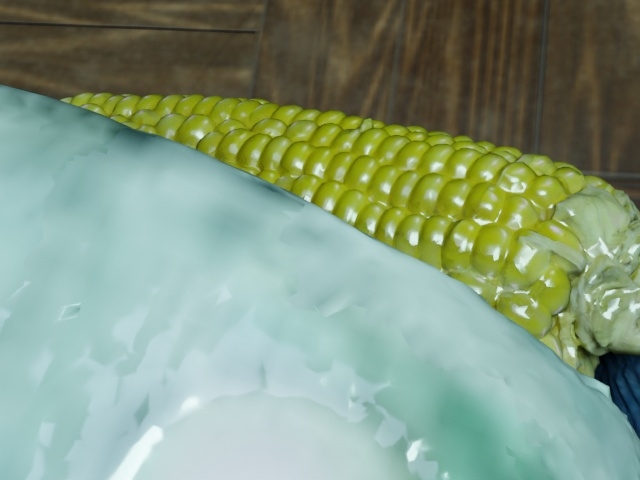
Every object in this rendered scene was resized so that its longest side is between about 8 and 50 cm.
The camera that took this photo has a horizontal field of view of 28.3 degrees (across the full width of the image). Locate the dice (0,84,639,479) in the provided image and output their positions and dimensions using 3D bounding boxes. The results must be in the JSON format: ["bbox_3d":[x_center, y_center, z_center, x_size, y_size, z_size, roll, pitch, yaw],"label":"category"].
[{"bbox_3d":[-0.084,0.166,0.453,0.330,0.328,0.348,17,70,15],"label":"dice"}]

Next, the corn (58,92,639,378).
[{"bbox_3d":[0.000,0.000,0.609,0.347,0.130,0.130,13,68,29],"label":"corn"}]

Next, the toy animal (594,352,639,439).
[{"bbox_3d":[0.209,0.046,0.560,0.255,0.239,0.176,56,47,-15],"label":"toy animal"}]
